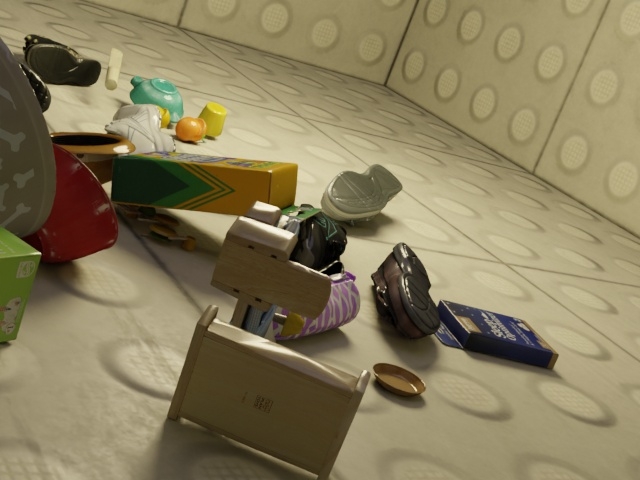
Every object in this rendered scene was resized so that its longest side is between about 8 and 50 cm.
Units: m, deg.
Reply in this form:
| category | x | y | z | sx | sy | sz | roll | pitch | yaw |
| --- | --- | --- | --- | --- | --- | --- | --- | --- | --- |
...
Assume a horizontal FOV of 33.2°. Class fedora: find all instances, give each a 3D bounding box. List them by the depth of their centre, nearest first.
| category | x | y | z | sx | sy | sz | roll | pitch | yaw |
| --- | --- | --- | --- | --- | --- | --- | --- | --- | --- |
| fedora | -0.417 | -0.138 | 1.856 | 0.194 | 0.079 | 0.194 | 3 | 16 | -1 |

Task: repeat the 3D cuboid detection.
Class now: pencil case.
| category | x | y | z | sx | sy | sz | roll | pitch | yaw |
| --- | --- | --- | --- | --- | --- | --- | --- | --- | --- |
| pencil case | -0.014 | 0.096 | 1.616 | 0.086 | 0.088 | 0.206 | 36 | 22 | 22 |

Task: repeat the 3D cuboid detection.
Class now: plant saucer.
| category | x | y | z | sx | sy | sz | roll | pitch | yaw |
| --- | --- | --- | --- | --- | --- | --- | --- | --- | --- |
| plant saucer | 0.112 | 0.204 | 1.553 | 0.083 | 0.015 | 0.083 | 19 | 17 | -6 |

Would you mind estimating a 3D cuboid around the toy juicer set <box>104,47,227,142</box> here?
| category | x | y | z | sx | sy | sz | roll | pitch | yaw |
| --- | --- | --- | --- | --- | --- | --- | --- | --- | --- |
| toy juicer set | -0.392 | -0.314 | 2.494 | 0.329 | 0.089 | 0.209 | 30 | 29 | 0 |

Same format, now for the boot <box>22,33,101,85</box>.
| category | x | y | z | sx | sy | sz | roll | pitch | yaw |
| --- | --- | --- | --- | --- | --- | --- | --- | --- | --- |
| boot | -0.655 | -0.436 | 2.543 | 0.178 | 0.085 | 0.236 | 27 | 10 | 26 |

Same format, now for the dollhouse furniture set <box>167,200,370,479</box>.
| category | x | y | z | sx | sy | sz | roll | pitch | yaw |
| --- | --- | --- | --- | --- | --- | --- | --- | --- | --- |
| dollhouse furniture set | -0.017 | 0.082 | 1.299 | 0.198 | 0.286 | 0.303 | 22 | 27 | 3 |

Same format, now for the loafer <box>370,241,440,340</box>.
| category | x | y | z | sx | sy | sz | roll | pitch | yaw |
| --- | --- | --- | --- | --- | --- | --- | --- | --- | --- |
| loafer | 0.136 | 0.102 | 1.831 | 0.109 | 0.095 | 0.302 | 49 | 15 | -15 |

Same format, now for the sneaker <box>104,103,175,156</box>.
| category | x | y | z | sx | sy | sz | roll | pitch | yaw |
| --- | --- | --- | --- | --- | --- | --- | --- | --- | --- |
| sneaker | -0.375 | -0.206 | 2.115 | 0.129 | 0.111 | 0.297 | 7 | 20 | -25 |

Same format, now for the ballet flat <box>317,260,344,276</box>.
| category | x | y | z | sx | sy | sz | roll | pitch | yaw |
| --- | --- | --- | --- | --- | --- | --- | --- | --- | --- |
| ballet flat | -0.005 | 0.068 | 1.785 | 0.057 | 0.049 | 0.173 | 24 | 16 | 12 |

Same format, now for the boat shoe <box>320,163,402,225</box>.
| category | x | y | z | sx | sy | sz | roll | pitch | yaw |
| --- | --- | --- | --- | --- | --- | --- | --- | --- | --- |
| boat shoe | 0.081 | -0.089 | 2.349 | 0.118 | 0.103 | 0.320 | 43 | 25 | 6 |

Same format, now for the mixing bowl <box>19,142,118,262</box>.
| category | x | y | z | sx | sy | sz | roll | pitch | yaw |
| --- | --- | --- | --- | --- | --- | --- | --- | --- | --- |
| mixing bowl | -0.381 | -0.036 | 1.493 | 0.181 | 0.181 | 0.098 | 29 | 51 | 25 |

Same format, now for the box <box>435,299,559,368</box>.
| category | x | y | z | sx | sy | sz | roll | pitch | yaw |
| --- | --- | --- | --- | --- | --- | --- | --- | --- | --- |
| box | 0.293 | 0.161 | 1.890 | 0.225 | 0.036 | 0.136 | 13 | 18 | -22 |

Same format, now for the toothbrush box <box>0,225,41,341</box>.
| category | x | y | z | sx | sy | sz | roll | pitch | yaw |
| --- | --- | --- | --- | --- | --- | --- | --- | --- | --- |
| toothbrush box | -0.488 | 0.031 | 1.172 | 0.206 | 0.122 | 0.283 | 29 | 19 | 27 |

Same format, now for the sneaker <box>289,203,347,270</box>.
| category | x | y | z | sx | sy | sz | roll | pitch | yaw |
| --- | --- | --- | --- | --- | --- | --- | --- | --- | --- |
| sneaker | 0.000 | 0.000 | 1.925 | 0.106 | 0.101 | 0.267 | 23 | 17 | -6 |

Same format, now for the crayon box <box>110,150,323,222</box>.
| category | x | y | z | sx | sy | sz | roll | pitch | yaw |
| --- | --- | --- | --- | --- | --- | --- | --- | --- | --- |
| crayon box | -0.167 | -0.096 | 1.832 | 0.323 | 0.083 | 0.203 | 7 | 9 | 10 |

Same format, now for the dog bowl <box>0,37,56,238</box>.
| category | x | y | z | sx | sy | sz | roll | pitch | yaw |
| --- | --- | --- | --- | --- | --- | --- | --- | --- | --- |
| dog bowl | -0.490 | -0.140 | 1.368 | 0.349 | 0.349 | 0.102 | 29 | 43 | 26 |

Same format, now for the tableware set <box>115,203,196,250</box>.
| category | x | y | z | sx | sy | sz | roll | pitch | yaw |
| --- | --- | --- | --- | --- | --- | --- | --- | --- | --- |
| tableware set | -0.271 | -0.023 | 1.802 | 0.154 | 0.024 | 0.104 | 30 | 15 | 30 |

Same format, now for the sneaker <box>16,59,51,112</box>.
| category | x | y | z | sx | sy | sz | roll | pitch | yaw |
| --- | --- | --- | --- | --- | --- | --- | --- | --- | --- |
| sneaker | -0.666 | -0.336 | 2.175 | 0.283 | 0.107 | 0.124 | 22 | 10 | 2 |
